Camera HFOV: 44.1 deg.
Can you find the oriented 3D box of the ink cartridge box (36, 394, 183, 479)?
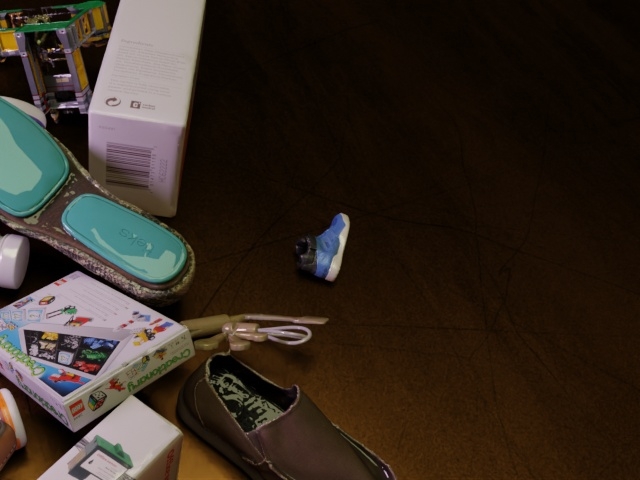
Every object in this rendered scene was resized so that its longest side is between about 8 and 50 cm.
[{"bbox_3d":[-0.282,0.324,0.990,0.092,0.160,0.219,33,48,15],"label":"ink cartridge box"}]

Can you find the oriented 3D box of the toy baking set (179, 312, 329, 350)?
[{"bbox_3d":[-0.123,0.144,1.214,0.256,0.030,0.197,-7,10,-40],"label":"toy baking set"}]

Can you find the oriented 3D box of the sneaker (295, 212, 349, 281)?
[{"bbox_3d":[0.000,0.000,1.435,0.084,0.058,0.152,20,52,-9],"label":"sneaker"}]

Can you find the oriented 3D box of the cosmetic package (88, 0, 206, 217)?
[{"bbox_3d":[-0.319,-0.288,1.495,0.161,0.230,0.453,7,48,-10],"label":"cosmetic package"}]

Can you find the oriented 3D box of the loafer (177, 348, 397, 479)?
[{"bbox_3d":[-0.046,0.283,1.113,0.366,0.130,0.134,28,48,11],"label":"loafer"}]

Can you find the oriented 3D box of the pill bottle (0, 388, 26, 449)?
[{"bbox_3d":[-0.477,0.261,1.044,0.152,0.086,0.086,-18,55,-29],"label":"pill bottle"}]

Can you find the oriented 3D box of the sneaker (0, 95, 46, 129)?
[{"bbox_3d":[-0.621,-0.123,1.355,0.323,0.130,0.236,-1,69,-39],"label":"sneaker"}]

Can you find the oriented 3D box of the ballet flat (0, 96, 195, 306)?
[{"bbox_3d":[-0.416,-0.044,1.271,0.483,0.182,0.164,36,60,0],"label":"ballet flat"}]

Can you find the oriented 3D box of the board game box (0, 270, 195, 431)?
[{"bbox_3d":[-0.346,0.142,1.121,0.193,0.053,0.305,-31,34,-35],"label":"board game box"}]

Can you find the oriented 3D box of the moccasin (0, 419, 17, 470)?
[{"bbox_3d":[-0.471,0.376,0.899,0.139,0.147,0.380,-3,46,29],"label":"moccasin"}]

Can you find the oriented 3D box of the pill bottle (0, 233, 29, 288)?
[{"bbox_3d":[-0.558,0.020,1.225,0.186,0.112,0.112,10,47,-7],"label":"pill bottle"}]

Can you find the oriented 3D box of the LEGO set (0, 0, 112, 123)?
[{"bbox_3d":[-0.555,-0.336,1.537,0.331,0.192,0.255,-7,30,-2],"label":"LEGO set"}]
